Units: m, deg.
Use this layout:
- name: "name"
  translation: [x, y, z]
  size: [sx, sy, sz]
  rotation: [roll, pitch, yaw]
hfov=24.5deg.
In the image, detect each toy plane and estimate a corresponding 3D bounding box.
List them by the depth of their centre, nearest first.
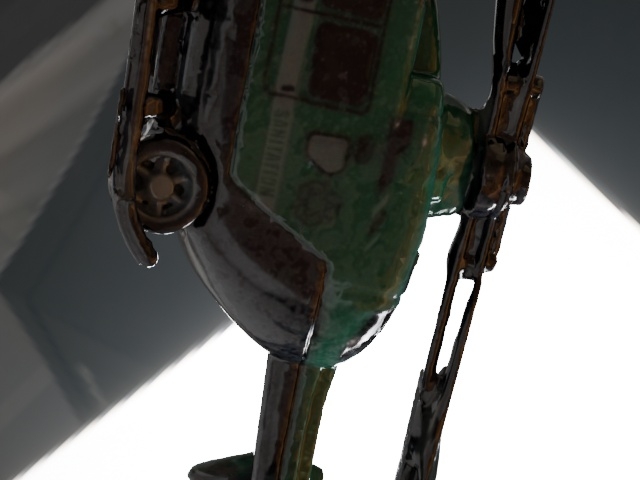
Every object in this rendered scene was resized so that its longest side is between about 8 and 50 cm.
- name: "toy plane"
  translation: [0.000, 0.000, 0.541]
  size: [0.155, 0.382, 0.106]
  rotation: [9, -172, -4]
